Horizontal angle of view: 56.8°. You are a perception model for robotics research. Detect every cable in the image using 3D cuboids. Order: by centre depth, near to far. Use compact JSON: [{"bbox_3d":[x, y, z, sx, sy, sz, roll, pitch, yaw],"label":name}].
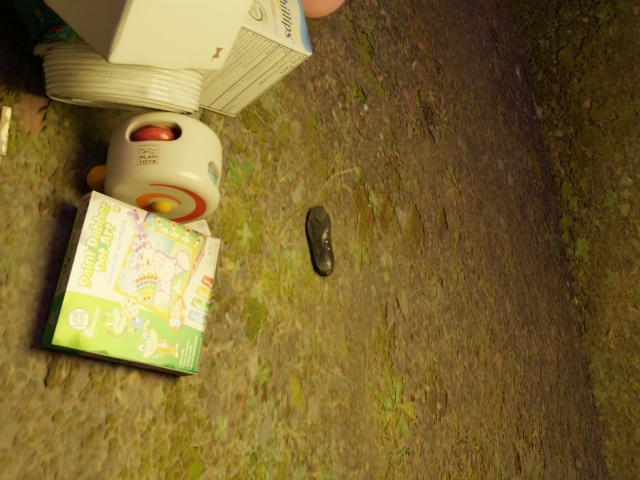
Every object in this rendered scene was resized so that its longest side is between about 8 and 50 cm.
[{"bbox_3d":[-0.325,-0.266,0.992,0.257,0.257,0.089,1,99,-40],"label":"cable"}]

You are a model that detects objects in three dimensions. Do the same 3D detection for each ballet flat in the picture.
[{"bbox_3d":[0.000,0.000,1.372,0.049,0.057,0.173,75,9,-69],"label":"ballet flat"}]

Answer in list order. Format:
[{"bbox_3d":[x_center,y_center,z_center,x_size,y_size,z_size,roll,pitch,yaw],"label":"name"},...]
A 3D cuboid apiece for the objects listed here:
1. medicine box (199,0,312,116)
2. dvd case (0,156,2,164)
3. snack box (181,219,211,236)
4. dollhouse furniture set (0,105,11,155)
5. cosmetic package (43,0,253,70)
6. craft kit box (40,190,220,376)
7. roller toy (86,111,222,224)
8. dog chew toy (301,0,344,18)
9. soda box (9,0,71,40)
[{"bbox_3d":[-0.213,-0.399,1.167,0.289,0.263,0.149,8,64,-45],"label":"medicine box"},{"bbox_3d":[-0.576,-0.104,0.811,0.239,0.029,0.179,21,57,-40],"label":"dvd case"},{"bbox_3d":[-0.272,0.009,1.083,0.178,0.022,0.064,-18,87,-50],"label":"snack box"},{"bbox_3d":[-0.510,-0.096,0.783,0.129,0.129,0.183,7,90,-46],"label":"dollhouse furniture set"},{"bbox_3d":[-0.338,-0.452,0.893,0.453,0.161,0.230,43,30,16],"label":"cosmetic package"},{"bbox_3d":[-0.298,0.077,0.975,0.247,0.061,0.249,21,64,-35],"label":"craft kit box"},{"bbox_3d":[-0.270,-0.115,1.018,0.209,0.191,0.146,20,58,-40],"label":"roller toy"},{"bbox_3d":[-0.044,-0.724,1.500,0.332,0.207,0.206,47,34,-63],"label":"dog chew toy"},{"bbox_3d":[-0.513,-0.461,1.032,0.071,0.067,0.210,-34,97,-49],"label":"soda box"}]
